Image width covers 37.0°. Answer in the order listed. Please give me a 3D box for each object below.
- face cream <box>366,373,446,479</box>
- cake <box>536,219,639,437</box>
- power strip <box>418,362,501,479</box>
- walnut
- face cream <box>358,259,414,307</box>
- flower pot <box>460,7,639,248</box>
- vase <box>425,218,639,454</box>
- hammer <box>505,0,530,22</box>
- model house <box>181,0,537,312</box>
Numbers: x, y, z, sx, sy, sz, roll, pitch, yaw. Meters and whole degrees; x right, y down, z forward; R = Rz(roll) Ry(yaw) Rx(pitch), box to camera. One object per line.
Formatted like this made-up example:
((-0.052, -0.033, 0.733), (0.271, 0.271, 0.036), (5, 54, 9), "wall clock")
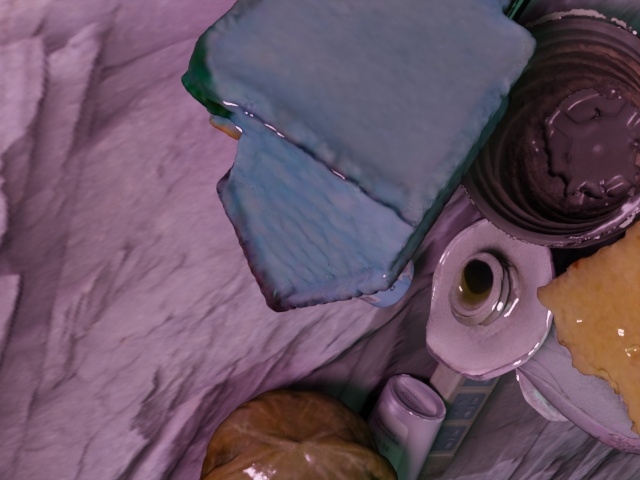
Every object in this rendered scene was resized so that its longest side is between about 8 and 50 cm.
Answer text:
((0.081, 0.307, 1.266), (0.073, 0.107, 0.269), (-2, 126, -36), "face cream")
((0.404, 0.061, 0.924), (0.286, 0.222, 0.227), (-17, 165, -42), "cake")
((0.173, 0.217, 1.271), (0.078, 0.052, 0.272), (6, 123, -31), "power strip")
((-0.037, 0.310, 1.133), (0.283, 0.227, 0.283), (-7, 139, -6), "walnut")
((0.000, 0.000, 1.001), (0.229, 0.075, 0.075), (28, 111, -39), "face cream")
((0.264, -0.102, 0.970), (0.140, 0.235, 0.235), (5, 127, -55), "flower pot")
((0.332, 0.122, 1.138), (0.445, 0.250, 0.250), (23, 114, -34), "vase")
((0.155, -0.165, 0.948), (0.021, 0.078, 0.201), (18, 111, -37), "hammer")
((0.021, -0.099, 0.855), (0.280, 0.230, 0.249), (-52, 176, -30), "model house")
